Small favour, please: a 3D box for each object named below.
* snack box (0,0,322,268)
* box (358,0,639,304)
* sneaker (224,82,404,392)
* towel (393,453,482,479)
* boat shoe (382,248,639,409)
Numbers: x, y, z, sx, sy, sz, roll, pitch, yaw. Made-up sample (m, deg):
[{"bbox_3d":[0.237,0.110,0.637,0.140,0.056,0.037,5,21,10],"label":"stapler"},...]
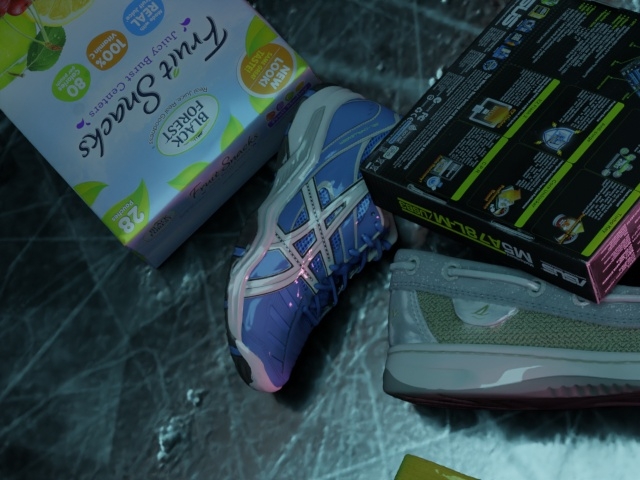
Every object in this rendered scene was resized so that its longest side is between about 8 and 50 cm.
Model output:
[{"bbox_3d":[-0.125,-0.115,1.375,0.174,0.070,0.207,-45,70,0],"label":"snack box"},{"bbox_3d":[0.151,-0.068,1.240,0.184,0.045,0.190,25,63,35],"label":"box"},{"bbox_3d":[0.000,0.000,1.301,0.081,0.080,0.211,15,81,23],"label":"sneaker"},{"bbox_3d":[0.053,0.253,1.225,0.102,0.021,0.237,20,69,15],"label":"towel"},{"bbox_3d":[0.192,0.047,1.215,0.320,0.118,0.103,-4,78,22],"label":"boat shoe"}]
